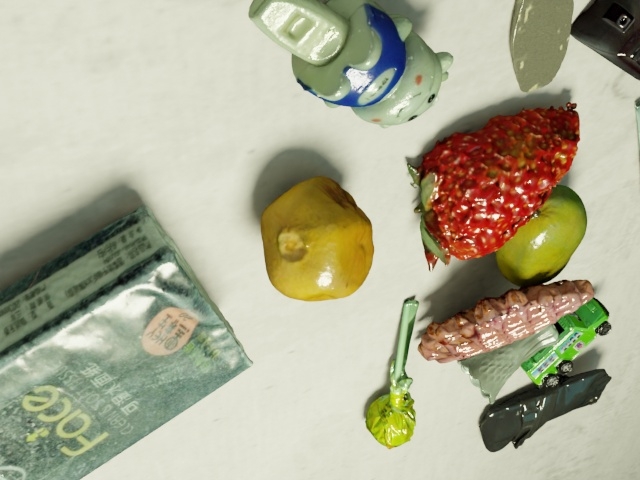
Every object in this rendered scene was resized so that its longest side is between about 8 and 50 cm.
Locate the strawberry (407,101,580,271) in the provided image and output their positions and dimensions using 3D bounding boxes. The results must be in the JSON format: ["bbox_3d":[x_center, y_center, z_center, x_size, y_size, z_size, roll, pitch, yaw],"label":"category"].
[{"bbox_3d":[0.219,-0.059,1.033,0.228,0.098,0.174,-23,140,-15],"label":"strawberry"}]

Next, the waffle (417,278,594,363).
[{"bbox_3d":[0.244,0.113,1.204,0.221,0.055,0.234,-7,161,-33],"label":"waffle"}]

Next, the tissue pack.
[{"bbox_3d":[-0.247,0.131,0.877,0.315,0.103,0.228,-33,140,-6],"label":"tissue pack"}]

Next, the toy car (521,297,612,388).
[{"bbox_3d":[0.378,0.154,1.394,0.062,0.071,0.165,32,108,-35],"label":"toy car"}]

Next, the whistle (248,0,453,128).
[{"bbox_3d":[0.034,-0.162,0.796,0.110,0.092,0.244,-42,144,24],"label":"whistle"}]

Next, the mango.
[{"bbox_3d":[0.286,0.004,1.152,0.122,0.085,0.191,-37,147,-22],"label":"mango"}]

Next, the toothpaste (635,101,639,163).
[{"bbox_3d":[0.451,-0.120,1.197,0.056,0.036,0.205,-30,137,-5],"label":"toothpaste"}]

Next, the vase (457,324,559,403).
[{"bbox_3d":[0.289,0.170,1.341,0.148,0.081,0.081,-38,142,-3],"label":"vase"}]

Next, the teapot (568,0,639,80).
[{"bbox_3d":[0.357,-0.221,0.973,0.177,0.096,0.087,14,120,-45],"label":"teapot"}]

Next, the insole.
[{"bbox_3d":[0.232,-0.253,0.915,0.081,0.011,0.248,-25,141,-16],"label":"insole"}]

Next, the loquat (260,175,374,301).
[{"bbox_3d":[0.000,0.000,0.916,0.113,0.137,0.137,-16,153,34],"label":"loquat"}]

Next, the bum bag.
[{"bbox_3d":[0.389,0.286,1.542,0.248,0.060,0.123,-25,139,-11],"label":"bum bag"}]

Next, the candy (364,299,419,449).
[{"bbox_3d":[0.112,0.189,1.242,0.073,0.077,0.262,-4,125,-14],"label":"candy"}]
